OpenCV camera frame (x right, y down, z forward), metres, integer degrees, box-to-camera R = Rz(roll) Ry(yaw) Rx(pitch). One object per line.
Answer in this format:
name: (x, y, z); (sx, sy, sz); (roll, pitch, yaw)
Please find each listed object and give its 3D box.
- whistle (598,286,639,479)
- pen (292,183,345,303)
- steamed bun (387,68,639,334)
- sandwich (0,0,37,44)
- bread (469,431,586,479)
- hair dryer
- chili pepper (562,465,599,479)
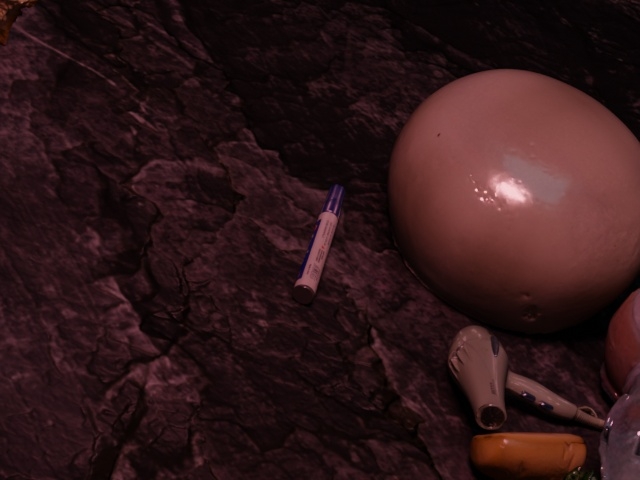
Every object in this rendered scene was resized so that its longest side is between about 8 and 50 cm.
whistle: (0.375, 0.150, 1.851); (0.189, 0.189, 0.348); (29, 39, 5)
pen: (0.000, 0.000, 1.940); (0.025, 0.025, 0.204); (23, 37, -4)
steamed bun: (0.234, -0.059, 1.995); (0.324, 0.206, 0.324); (16, 37, -13)
sandwich: (-0.377, -0.316, 1.962); (0.058, 0.193, 0.162); (-24, 59, -42)
bread: (0.206, 0.219, 1.762); (0.115, 0.082, 0.056); (4, 84, -26)
hair dryer: (0.214, 0.173, 1.820); (0.199, 0.067, 0.167); (34, 22, -1)
chili pepper: (0.258, 0.313, 1.672); (0.098, 0.061, 0.224); (-15, 50, -3)
